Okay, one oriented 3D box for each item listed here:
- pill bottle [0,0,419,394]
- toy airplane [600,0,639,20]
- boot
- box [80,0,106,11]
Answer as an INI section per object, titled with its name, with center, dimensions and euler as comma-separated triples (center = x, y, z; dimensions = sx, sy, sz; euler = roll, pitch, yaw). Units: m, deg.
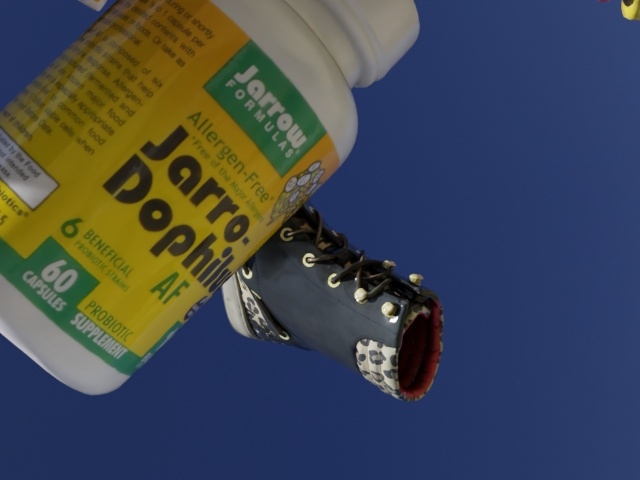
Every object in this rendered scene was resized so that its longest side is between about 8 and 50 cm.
[pill bottle]
center = -0.059, -0.046, 0.388
dimensions = 0.208, 0.117, 0.117
euler = -46, -69, -8
[toy airplane]
center = 0.332, -0.164, 0.576
dimensions = 0.386, 0.384, 0.272
euler = -15, -46, -41
[boot]
center = 0.001, 0.000, 0.651
dimensions = 0.085, 0.178, 0.236
euler = -37, -45, -36
[box]
center = -0.168, -0.295, 0.664
dimensions = 0.203, 0.114, 0.103
euler = -54, -29, 6
